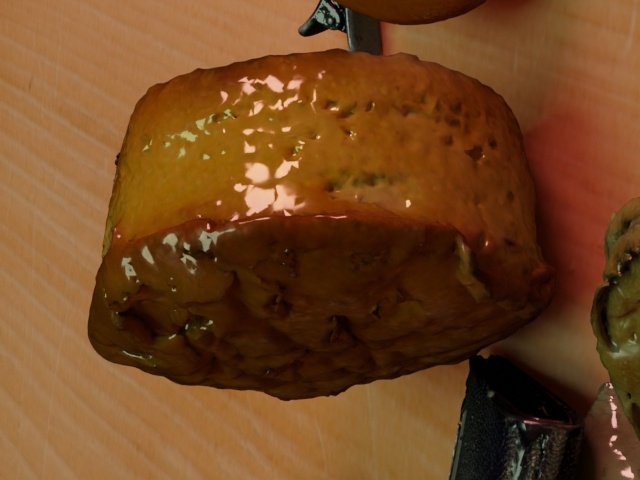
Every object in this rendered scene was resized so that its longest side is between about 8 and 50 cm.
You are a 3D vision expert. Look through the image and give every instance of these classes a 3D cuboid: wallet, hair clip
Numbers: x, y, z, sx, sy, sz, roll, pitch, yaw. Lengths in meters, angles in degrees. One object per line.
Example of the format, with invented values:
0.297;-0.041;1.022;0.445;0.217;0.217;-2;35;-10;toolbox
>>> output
0.137;0.217;1.544;0.262;0.071;0.221;-131;49;-79;wallet
0.045;-0.291;1.715;0.083;0.048;0.275;32;120;33;hair clip

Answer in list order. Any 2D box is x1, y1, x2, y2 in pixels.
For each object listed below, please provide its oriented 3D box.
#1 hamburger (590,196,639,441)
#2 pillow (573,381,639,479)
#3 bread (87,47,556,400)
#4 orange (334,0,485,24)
0.300;0.072;1.246;0.285;0.134;0.265;-5;116;52;hamburger
0.208;0.266;1.522;0.185;0.075;0.302;63;142;37;pillow
0.000;0.000;1.542;0.398;0.398;0.215;-31;58;54;bread
0.067;-0.294;1.552;0.249;0.183;0.249;13;109;44;orange
